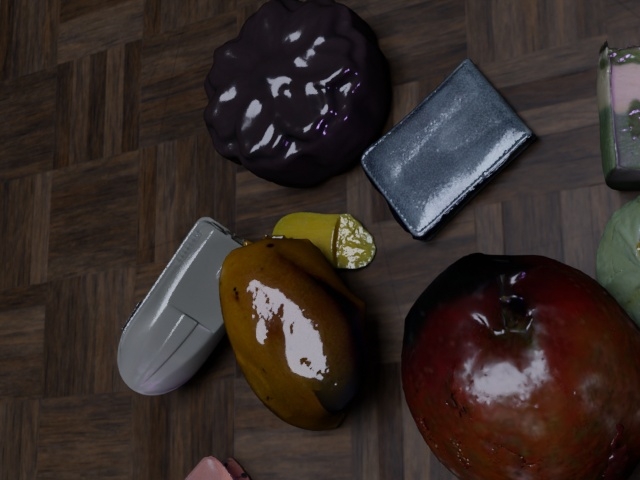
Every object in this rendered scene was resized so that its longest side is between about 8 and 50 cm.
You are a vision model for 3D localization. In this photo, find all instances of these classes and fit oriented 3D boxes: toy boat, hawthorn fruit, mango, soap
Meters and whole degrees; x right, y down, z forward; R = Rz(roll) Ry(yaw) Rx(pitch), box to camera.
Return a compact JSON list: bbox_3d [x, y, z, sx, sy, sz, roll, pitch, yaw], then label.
[{"bbox_3d":[-0.199,0.098,1.699,0.269,0.141,0.141,-52,57,11],"label":"toy boat"},{"bbox_3d":[0.231,0.154,1.314,0.316,0.316,0.316,-9,73,31],"label":"hawthorn fruit"},{"bbox_3d":[-0.036,0.118,1.567,0.201,0.152,0.287,-37,68,8],"label":"mango"},{"bbox_3d":[0.000,0.000,1.650,0.168,0.033,0.089,-5,81,31],"label":"soap"}]

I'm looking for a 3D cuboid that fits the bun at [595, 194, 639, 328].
[{"bbox_3d":[0.410,0.029,1.326,0.195,0.118,0.195,-7,76,29],"label":"bun"}]

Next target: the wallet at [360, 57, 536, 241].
[{"bbox_3d":[0.168,-0.122,1.572,0.222,0.036,0.167,-44,58,15],"label":"wallet"}]

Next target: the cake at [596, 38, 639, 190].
[{"bbox_3d":[0.466,-0.146,1.375,0.284,0.172,0.158,-1,82,-1],"label":"cake"}]

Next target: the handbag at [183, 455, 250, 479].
[{"bbox_3d":[-0.134,0.424,1.614,0.157,0.059,0.212,-49,56,12],"label":"handbag"}]

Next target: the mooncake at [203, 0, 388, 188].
[{"bbox_3d":[-0.041,-0.223,1.672,0.283,0.141,0.283,-9,72,29],"label":"mooncake"}]
